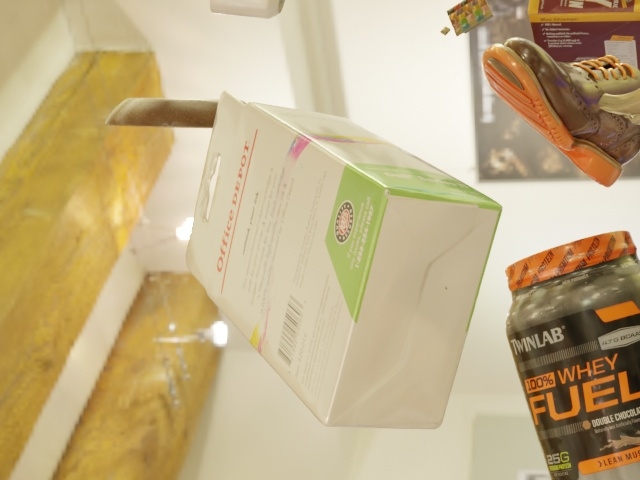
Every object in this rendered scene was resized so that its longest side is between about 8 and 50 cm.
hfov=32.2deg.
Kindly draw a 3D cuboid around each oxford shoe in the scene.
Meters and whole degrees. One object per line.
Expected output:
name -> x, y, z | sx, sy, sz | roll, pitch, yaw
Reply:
oxford shoe -> 0.304, -0.180, 1.322 | 0.130, 0.133, 0.363 | 48, -166, 29

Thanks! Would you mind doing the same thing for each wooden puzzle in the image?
wooden puzzle -> 0.180, -0.273, 1.334 | 0.006, 0.083, 0.049 | 42, -155, -44

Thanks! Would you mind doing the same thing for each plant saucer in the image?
plant saucer -> -0.165, -0.156, 1.356 | 0.198, 0.198, 0.036 | -28, -60, -75

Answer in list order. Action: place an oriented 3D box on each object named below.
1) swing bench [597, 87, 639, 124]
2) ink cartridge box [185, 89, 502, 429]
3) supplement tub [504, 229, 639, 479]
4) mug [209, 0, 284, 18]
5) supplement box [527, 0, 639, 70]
swing bench -> 0.452, -0.212, 1.109 | 0.165, 0.253, 0.255 | -179, 104, -70
ink cartridge box -> 0.000, 0.000, 1.016 | 0.353, 0.119, 0.207 | 39, 120, 56
supplement tub -> 0.351, 0.172, 1.353 | 0.207, 0.207, 0.338 | 29, -137, -75
mug -> -0.065, -0.242, 1.040 | 0.078, 0.064, 0.062 | 100, -173, -53
supplement box -> 0.460, -0.369, 1.856 | 0.194, 0.191, 0.129 | 59, -141, -56
